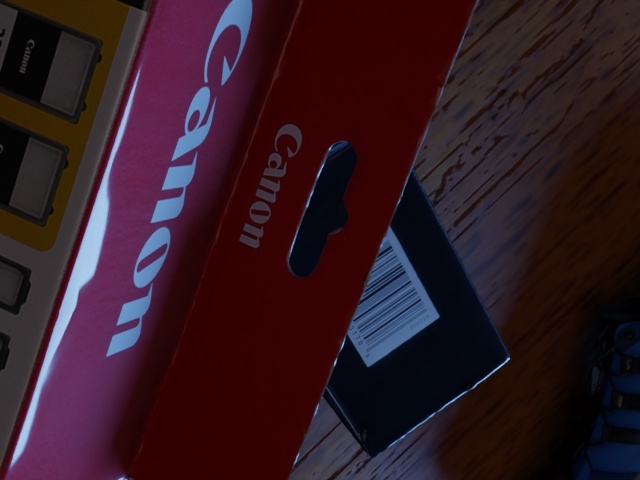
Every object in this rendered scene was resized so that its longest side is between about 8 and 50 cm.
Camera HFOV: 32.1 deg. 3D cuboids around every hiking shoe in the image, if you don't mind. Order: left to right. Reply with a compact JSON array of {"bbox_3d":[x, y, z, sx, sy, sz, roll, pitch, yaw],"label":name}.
[{"bbox_3d":[0.225,0.106,0.769,0.132,0.113,0.304,42,97,1],"label":"hiking shoe"}]

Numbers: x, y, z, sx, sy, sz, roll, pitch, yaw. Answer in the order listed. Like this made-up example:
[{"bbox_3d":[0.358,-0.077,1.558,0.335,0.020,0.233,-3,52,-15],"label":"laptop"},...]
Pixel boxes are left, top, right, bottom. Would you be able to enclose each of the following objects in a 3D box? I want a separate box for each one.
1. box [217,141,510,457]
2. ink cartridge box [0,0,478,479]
[{"bbox_3d":[0.000,0.000,0.584,0.093,0.158,0.156,-34,119,-7],"label":"box"},{"bbox_3d":[-0.110,-0.049,0.428,0.272,0.130,0.309,24,103,15],"label":"ink cartridge box"}]
